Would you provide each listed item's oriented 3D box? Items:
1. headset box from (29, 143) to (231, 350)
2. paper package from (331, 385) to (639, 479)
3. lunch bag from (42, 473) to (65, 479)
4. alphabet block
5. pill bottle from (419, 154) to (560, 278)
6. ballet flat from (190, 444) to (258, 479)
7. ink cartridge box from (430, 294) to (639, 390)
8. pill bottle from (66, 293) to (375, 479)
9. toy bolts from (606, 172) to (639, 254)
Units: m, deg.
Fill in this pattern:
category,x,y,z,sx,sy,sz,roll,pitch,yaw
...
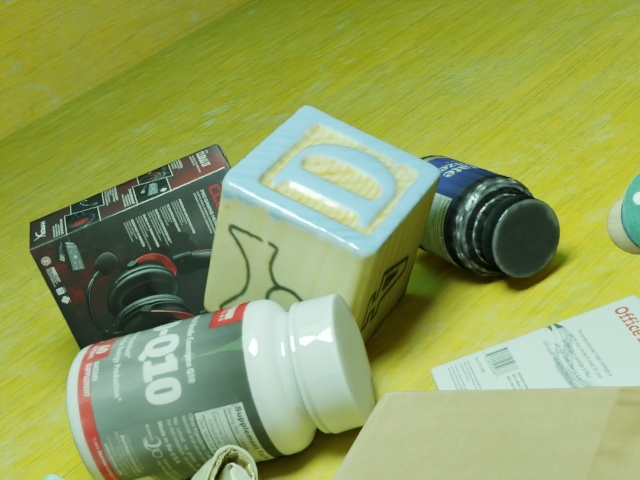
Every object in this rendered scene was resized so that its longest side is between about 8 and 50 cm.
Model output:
category,x,y,z,sx,sy,sz,roll,pitch,yaw
headset box,-0.190,0.027,1.445,0.293,0.218,0.110,-23,24,-5
paper package,0.135,0.255,0.739,0.309,0.168,0.325,-5,27,30
lunch bag,-0.245,0.348,0.857,0.262,0.160,0.223,-50,8,33
alphabet block,0.000,0.000,1.286,0.192,0.197,0.193,28,43,16
pill bottle,0.185,-0.026,1.367,0.123,0.123,0.219,-29,24,-18
ballet flat,-0.090,0.266,0.993,0.086,0.086,0.248,-18,24,8
ink cartridge box,0.220,0.145,1.005,0.208,0.087,0.153,-21,23,3
pill bottle,-0.099,0.152,1.164,0.283,0.161,0.161,-16,24,12
toy bolts,0.354,0.036,1.030,0.218,0.228,0.158,-53,4,-15
